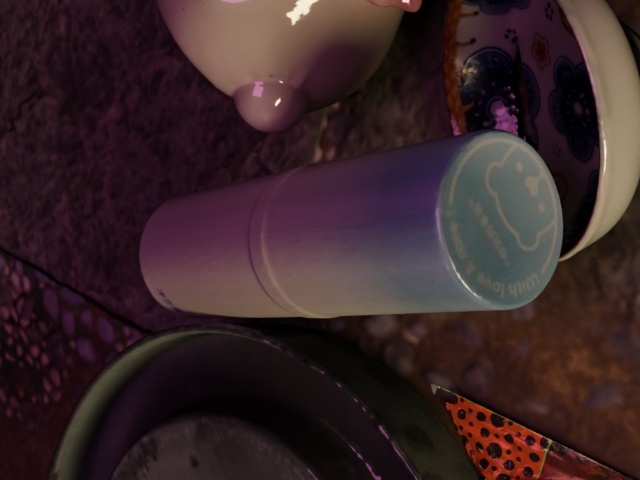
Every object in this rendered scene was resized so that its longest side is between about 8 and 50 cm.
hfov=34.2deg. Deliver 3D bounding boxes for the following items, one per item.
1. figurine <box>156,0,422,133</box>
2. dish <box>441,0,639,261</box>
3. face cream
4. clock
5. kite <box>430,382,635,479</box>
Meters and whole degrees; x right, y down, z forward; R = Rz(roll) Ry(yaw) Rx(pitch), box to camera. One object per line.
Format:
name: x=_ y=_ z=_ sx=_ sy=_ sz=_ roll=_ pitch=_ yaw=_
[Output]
figurine: x=0.026 y=-0.177 z=0.501 sx=0.235 sy=0.127 sz=0.155 roll=-42 pitch=34 yaw=34
dish: x=0.121 y=-0.067 z=0.477 sx=0.141 sy=0.078 sz=0.141 roll=165 pitch=90 yaw=-74
face cream: x=0.000 y=0.000 z=0.517 sx=0.250 sy=0.077 sz=0.077 roll=-6 pitch=89 yaw=53
clock: x=-0.036 y=0.203 z=0.597 sx=0.318 sy=0.066 sz=0.319 roll=3 pitch=95 yaw=38
kite: x=0.143 y=0.156 z=0.506 sx=0.125 sy=0.008 sz=0.222 roll=-27 pitch=77 yaw=33
